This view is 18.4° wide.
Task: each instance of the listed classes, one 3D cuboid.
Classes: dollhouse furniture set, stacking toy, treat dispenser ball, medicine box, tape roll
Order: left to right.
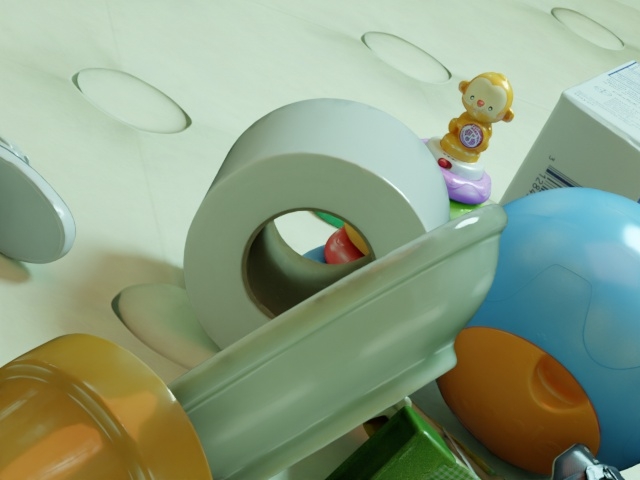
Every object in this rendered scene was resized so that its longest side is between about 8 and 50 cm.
[{"bbox_3d":[0.000,0.000,1.932,0.246,0.246,0.169,26,23,-4],"label":"tape roll"},{"bbox_3d":[0.078,0.244,1.740,0.197,0.151,0.301,45,2,-12],"label":"dollhouse furniture set"},{"bbox_3d":[0.121,-0.045,2.082,0.175,0.302,0.166,36,24,16],"label":"stacking toy"},{"bbox_3d":[0.249,0.091,1.954,0.288,0.288,0.288,23,24,-11],"label":"treat dispenser ball"},{"bbox_3d":[0.331,-0.053,2.373,0.149,0.263,0.289,35,25,15],"label":"medicine box"}]

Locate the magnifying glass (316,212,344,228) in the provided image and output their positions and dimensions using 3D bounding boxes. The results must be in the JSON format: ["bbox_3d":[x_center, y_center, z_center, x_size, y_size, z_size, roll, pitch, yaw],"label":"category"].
[{"bbox_3d":[0.088,-0.027,2.360,0.231,0.026,0.092,15,26,-29],"label":"magnifying glass"}]

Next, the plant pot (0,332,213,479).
[{"bbox_3d":[-0.210,0.193,1.393,0.205,0.205,0.188,38,41,24],"label":"plant pot"}]

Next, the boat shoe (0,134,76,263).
[{"bbox_3d":[-0.322,-0.070,1.918,0.258,0.095,0.084,38,29,20],"label":"boat shoe"}]

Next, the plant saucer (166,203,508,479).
[{"bbox_3d":[-0.004,0.111,1.590,0.100,0.400,0.400,59,29,4],"label":"plant saucer"}]

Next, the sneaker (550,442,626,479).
[{"bbox_3d":[0.298,0.256,1.820,0.226,0.086,0.163,3,32,-38],"label":"sneaker"}]
